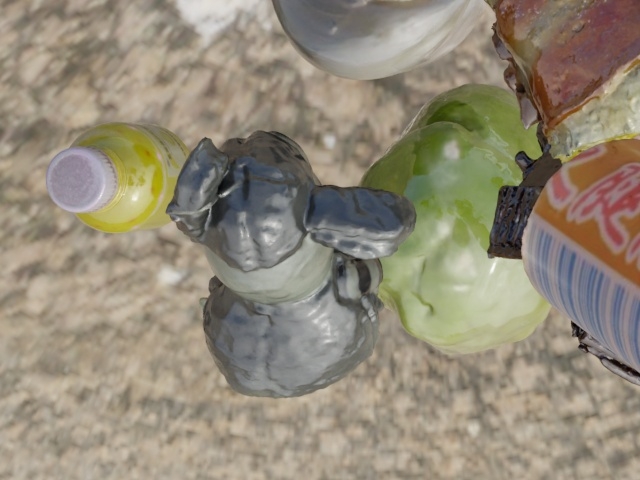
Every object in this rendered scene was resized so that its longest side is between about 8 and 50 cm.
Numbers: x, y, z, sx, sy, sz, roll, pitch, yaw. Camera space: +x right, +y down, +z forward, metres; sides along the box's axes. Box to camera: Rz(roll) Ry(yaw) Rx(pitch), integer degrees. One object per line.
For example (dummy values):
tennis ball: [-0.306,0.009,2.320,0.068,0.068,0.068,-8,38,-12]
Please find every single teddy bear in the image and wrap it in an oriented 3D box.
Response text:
teddy bear: [-0.014,0.001,1.212,0.171,0.144,0.251,4,137,5]

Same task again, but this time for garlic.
garlic: [0.059,-0.274,1.646,0.292,0.210,0.237,16,112,10]

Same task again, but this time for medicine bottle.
medicine bottle: [-0.222,-0.068,1.751,0.122,0.212,0.122,1,93,14]

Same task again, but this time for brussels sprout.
brussels sprout: [0.151,-0.010,1.772,0.243,0.273,0.316,10,111,-2]

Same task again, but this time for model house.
model house: [0.224,0.012,1.341,0.203,0.141,0.164,38,72,-9]

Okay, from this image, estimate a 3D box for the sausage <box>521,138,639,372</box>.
sausage: [0.199,0.053,0.636,0.093,0.312,0.093,-11,117,-23]

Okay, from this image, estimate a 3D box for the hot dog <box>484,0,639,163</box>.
hot dog: [0.185,-0.150,1.106,0.146,0.103,0.213,-27,76,33]
